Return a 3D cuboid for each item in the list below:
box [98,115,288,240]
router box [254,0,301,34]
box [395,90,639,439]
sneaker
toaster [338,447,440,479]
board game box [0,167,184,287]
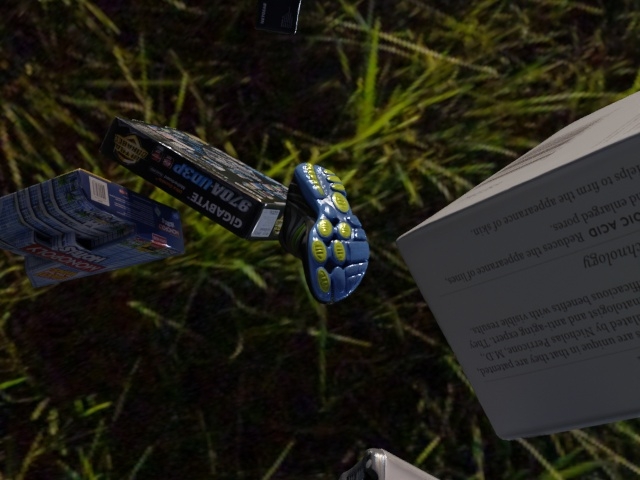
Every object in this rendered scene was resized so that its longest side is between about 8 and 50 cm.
[{"bbox_3d":[-0.128,-0.072,1.178,0.220,0.051,0.175,30,10,18],"label":"box"},{"bbox_3d":[-0.034,-0.303,1.012,0.046,0.133,0.179,9,102,-5],"label":"router box"},{"bbox_3d":[0.170,-0.008,0.484,0.181,0.182,0.119,-32,95,-42],"label":"box"},{"bbox_3d":[0.000,0.000,1.003,0.067,0.078,0.188,11,37,-22],"label":"sneaker"},{"bbox_3d":[0.094,0.375,1.194,0.146,0.129,0.227,23,41,-13],"label":"toaster"},{"bbox_3d":[-0.292,-0.004,1.137,0.194,0.194,0.060,26,50,-62],"label":"board game box"}]
